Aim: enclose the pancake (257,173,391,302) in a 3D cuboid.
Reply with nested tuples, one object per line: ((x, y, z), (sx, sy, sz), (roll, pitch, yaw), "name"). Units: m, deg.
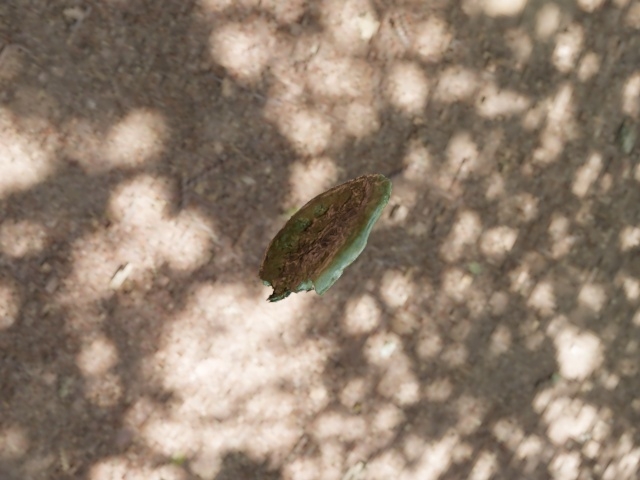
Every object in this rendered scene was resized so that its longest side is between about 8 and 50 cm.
((0.004, -0.004, 0.843), (0.022, 0.129, 0.116), (43, 64, -20), "pancake")
